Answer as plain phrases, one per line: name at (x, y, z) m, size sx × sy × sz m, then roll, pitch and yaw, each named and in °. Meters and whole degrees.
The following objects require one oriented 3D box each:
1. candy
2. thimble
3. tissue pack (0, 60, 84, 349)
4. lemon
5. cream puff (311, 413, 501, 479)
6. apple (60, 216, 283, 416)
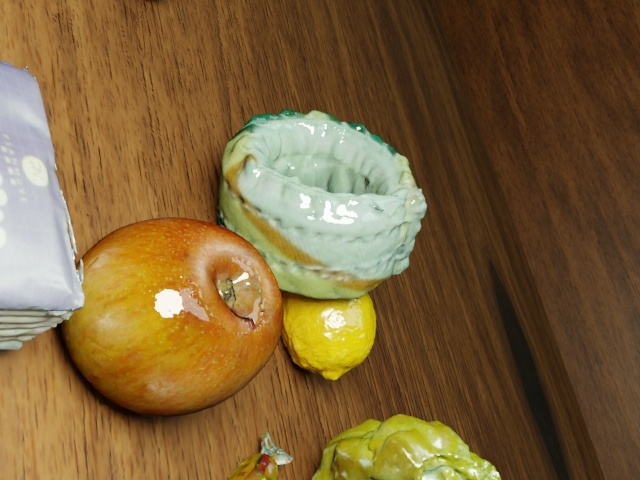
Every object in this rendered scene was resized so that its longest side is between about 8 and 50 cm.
candy at (-0.079, 0.281, 0.862) m, size 0.053 × 0.046 × 0.182 m, roll 60°, pitch 27°, yaw -8°
thimble at (-0.001, -0.052, 1.030) m, size 0.288 × 0.167 × 0.254 m, roll 23°, pitch 38°, yaw 12°
tissue pack at (-0.347, -0.047, 0.522) m, size 0.343 × 0.125 × 0.243 m, roll 13°, pitch 57°, yaw -60°
lemon at (0.007, 0.110, 1.078) m, size 0.142 × 0.142 × 0.187 m, roll 18°, pitch 53°, yaw -58°
cream puff at (0.131, 0.347, 0.962) m, size 0.185 × 0.281 × 0.282 m, roll -2°, pitch 69°, yaw -56°
apple at (-0.143, 0.074, 0.768) m, size 0.211 × 0.173 × 0.235 m, roll 65°, pitch 26°, yaw -2°
